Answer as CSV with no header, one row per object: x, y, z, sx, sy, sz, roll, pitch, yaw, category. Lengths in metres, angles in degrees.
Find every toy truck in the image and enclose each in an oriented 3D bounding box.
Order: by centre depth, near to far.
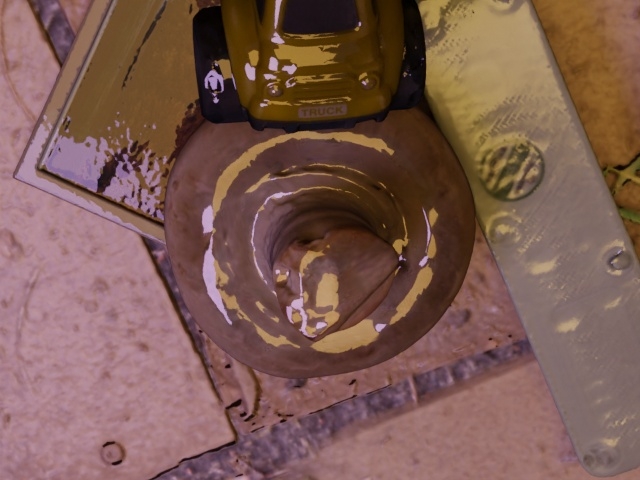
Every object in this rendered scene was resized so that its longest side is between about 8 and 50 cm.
-0.013,-0.183,1.196,0.147,0.224,0.165,-4,143,-5,toy truck

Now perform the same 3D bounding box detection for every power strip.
0.151,-0.022,1.340,0.091,0.062,0.385,-23,105,6,power strip

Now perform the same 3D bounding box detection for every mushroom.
0.000,0.000,1.258,0.204,0.204,0.204,0,106,-1,mushroom

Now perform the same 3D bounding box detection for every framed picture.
-0.077,-0.114,1.334,0.184,0.016,0.250,26,104,-8,framed picture
